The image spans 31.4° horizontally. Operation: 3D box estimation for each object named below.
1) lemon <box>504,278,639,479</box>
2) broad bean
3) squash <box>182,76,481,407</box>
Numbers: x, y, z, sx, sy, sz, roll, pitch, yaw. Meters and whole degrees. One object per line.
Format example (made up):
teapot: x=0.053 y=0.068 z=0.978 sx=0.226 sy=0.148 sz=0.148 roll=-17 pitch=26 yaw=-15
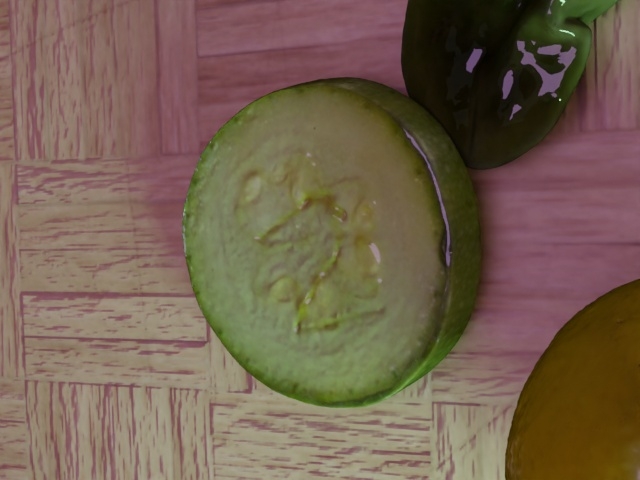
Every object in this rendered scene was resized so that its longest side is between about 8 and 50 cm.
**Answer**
lemon: x=0.223 y=0.151 z=0.691 sx=0.240 sy=0.240 sz=0.219 roll=45 pitch=135 yaw=17
broad bean: x=0.130 y=-0.155 z=0.802 sx=0.153 sy=0.072 sz=0.206 roll=46 pitch=113 yaw=30
squash: x=0.000 y=0.000 z=0.870 sx=0.252 sy=0.049 sz=0.252 roll=7 pitch=104 yaw=32
